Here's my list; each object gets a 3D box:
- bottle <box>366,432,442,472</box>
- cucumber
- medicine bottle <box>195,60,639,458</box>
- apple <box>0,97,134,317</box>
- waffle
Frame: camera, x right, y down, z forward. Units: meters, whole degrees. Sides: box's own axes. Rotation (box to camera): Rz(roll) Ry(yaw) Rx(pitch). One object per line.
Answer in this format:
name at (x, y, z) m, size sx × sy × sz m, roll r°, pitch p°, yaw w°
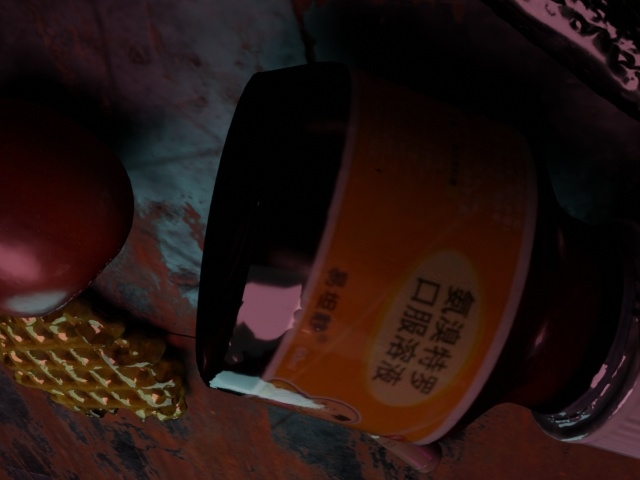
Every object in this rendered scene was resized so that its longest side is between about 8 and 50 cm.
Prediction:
bottle at (0.096, 0.225, 1.055) m, size 0.045 × 0.045 × 0.096 m, roll -21°, pitch 128°, yaw 41°
cucumber at (0.152, -0.140, 0.553) m, size 0.241 × 0.074 × 0.074 m, roll 32°, pitch 142°, yaw -13°
medicine bottle at (0.119, 0.030, 0.663) m, size 0.394 × 0.243 × 0.242 m, roll 13°, pitch 144°, yaw -11°
apple at (-0.253, -0.028, 0.795) m, size 0.168 × 0.181 × 0.181 m, roll 41°, pitch 138°, yaw -25°
waffle at (-0.282, 0.152, 1.134) m, size 0.291 × 0.051 × 0.291 m, roll 15°, pitch 142°, yaw 12°
